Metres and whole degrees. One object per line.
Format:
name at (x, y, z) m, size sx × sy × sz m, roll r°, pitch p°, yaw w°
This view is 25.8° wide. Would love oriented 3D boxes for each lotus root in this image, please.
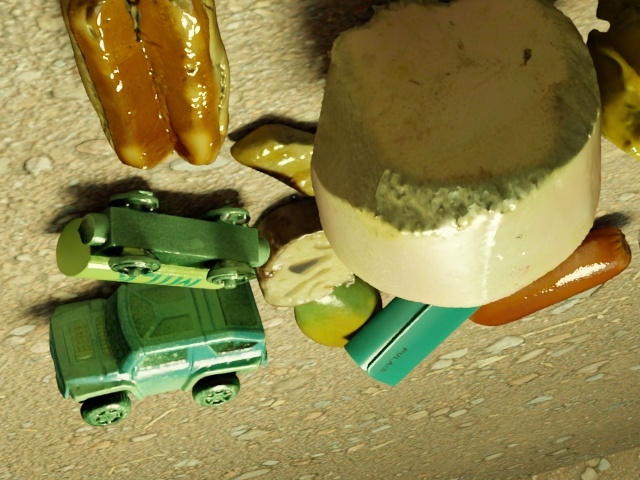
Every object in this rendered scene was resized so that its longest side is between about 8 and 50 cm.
lotus root at (0.000, 0.000, 1.783) m, size 0.170 × 0.074 × 0.261 m, roll 5°, pitch 149°, yaw -35°

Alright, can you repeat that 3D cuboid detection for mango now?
mango at (0.020, 0.091, 1.990) m, size 0.130 × 0.092 × 0.195 m, roll -23°, pitch 148°, yaw 20°

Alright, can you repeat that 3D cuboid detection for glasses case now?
glasses case at (0.177, 0.082, 1.972) m, size 0.301 × 0.070 × 0.117 m, roll -44°, pitch 149°, yaw 15°

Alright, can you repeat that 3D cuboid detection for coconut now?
coconut at (0.135, -0.087, 1.402) m, size 0.297 × 0.297 × 0.309 m, roll -15°, pitch 155°, yaw -2°

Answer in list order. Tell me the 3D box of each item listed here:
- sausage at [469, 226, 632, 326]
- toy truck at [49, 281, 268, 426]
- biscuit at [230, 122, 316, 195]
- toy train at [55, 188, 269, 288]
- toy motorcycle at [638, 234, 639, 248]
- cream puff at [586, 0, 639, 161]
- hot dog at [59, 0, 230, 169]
sausage at (0.341, 0.062, 2.133) m, size 0.300 × 0.083 × 0.089 m, roll -30°, pitch 166°, yaw 31°
toy truck at (-0.215, 0.134, 1.850) m, size 0.279 × 0.155 × 0.156 m, roll -9°, pitch 147°, yaw -16°
biscuit at (0.014, -0.112, 1.577) m, size 0.183 × 0.039 × 0.174 m, roll -25°, pitch 153°, yaw 20°
toy train at (-0.190, 0.011, 1.657) m, size 0.253 × 0.105 × 0.157 m, roll 6°, pitch 162°, yaw -39°
toy motorcycle at (0.655, 0.003, 2.153) m, size 0.319 × 0.241 × 0.182 m, roll -11°, pitch 117°, yaw 2°
cream puff at (0.389, -0.158, 1.366) m, size 0.257 × 0.324 × 0.291 m, roll 20°, pitch 179°, yaw -11°
hot dog at (-0.152, -0.163, 1.274) m, size 0.135 × 0.100 × 0.337 m, roll -7°, pitch 156°, yaw 0°
